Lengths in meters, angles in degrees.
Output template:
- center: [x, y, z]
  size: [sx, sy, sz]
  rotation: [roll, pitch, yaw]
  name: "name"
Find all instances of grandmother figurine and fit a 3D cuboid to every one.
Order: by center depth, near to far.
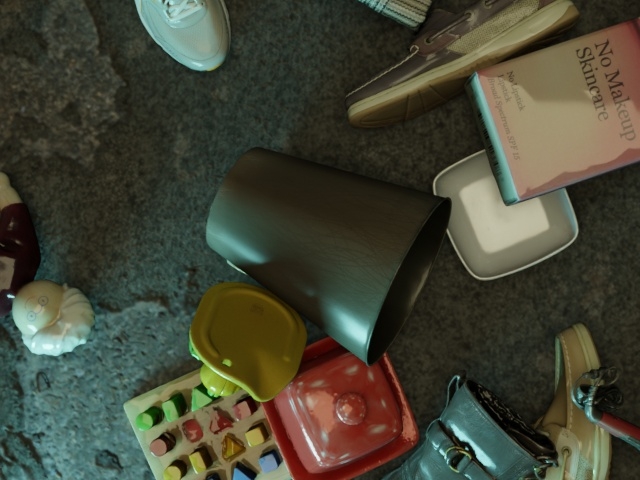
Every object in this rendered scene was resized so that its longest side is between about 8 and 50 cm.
- center: [-0.410, 0.022, 1.798]
  size: [0.342, 0.104, 0.208]
  rotation: [33, 101, 6]
  name: "grandmother figurine"

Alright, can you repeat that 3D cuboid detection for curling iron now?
- center: [0.376, 0.214, 1.700]
  size: [0.274, 0.035, 0.068]
  rotation: [33, 67, -27]
  name: "curling iron"

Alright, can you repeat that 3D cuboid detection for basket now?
- center: [0.000, 0.000, 1.728]
  size: [0.227, 0.154, 0.204]
  rotation: [25, 91, 16]
  name: "basket"

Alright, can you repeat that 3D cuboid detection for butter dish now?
- center: [0.026, 0.188, 1.742]
  size: [0.160, 0.118, 0.160]
  rotation: [-23, 87, -11]
  name: "butter dish"

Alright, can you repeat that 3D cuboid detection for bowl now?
- center: [0.209, -0.035, 1.772]
  size: [0.142, 0.053, 0.142]
  rotation: [-23, 88, 3]
  name: "bowl"

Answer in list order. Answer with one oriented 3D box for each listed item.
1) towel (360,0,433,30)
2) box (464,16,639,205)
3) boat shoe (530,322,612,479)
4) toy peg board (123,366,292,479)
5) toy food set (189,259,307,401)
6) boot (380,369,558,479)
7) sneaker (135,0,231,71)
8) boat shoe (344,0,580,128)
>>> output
- center: [0.056, -0.441, 1.726]
  size: [0.312, 0.056, 0.324]
  rotation: [30, 78, -6]
  name: "towel"
- center: [0.290, -0.143, 1.680]
  size: [0.232, 0.127, 0.149]
  rotation: [-19, 89, -1]
  name: "box"
- center: [0.272, 0.244, 1.742]
  size: [0.098, 0.109, 0.302]
  rotation: [-2, 95, 3]
  name: "boat shoe"
- center: [-0.128, 0.230, 1.784]
  size: [0.161, 0.079, 0.161]
  rotation: [-24, 88, 4]
  name: "toy peg board"
- center: [-0.086, 0.115, 1.746]
  size: [0.128, 0.218, 0.071]
  rotation: [25, 122, -3]
  name: "toy food set"
- center: [0.180, 0.301, 1.715]
  size: [0.263, 0.091, 0.229]
  rotation: [46, 116, 6]
  name: "boot"
- center: [-0.183, -0.308, 1.756]
  size: [0.099, 0.121, 0.262]
  rotation: [-26, 101, 4]
  name: "sneaker"
- center: [0.149, -0.219, 1.758]
  size: [0.285, 0.103, 0.092]
  rotation: [-27, 78, 5]
  name: "boat shoe"
